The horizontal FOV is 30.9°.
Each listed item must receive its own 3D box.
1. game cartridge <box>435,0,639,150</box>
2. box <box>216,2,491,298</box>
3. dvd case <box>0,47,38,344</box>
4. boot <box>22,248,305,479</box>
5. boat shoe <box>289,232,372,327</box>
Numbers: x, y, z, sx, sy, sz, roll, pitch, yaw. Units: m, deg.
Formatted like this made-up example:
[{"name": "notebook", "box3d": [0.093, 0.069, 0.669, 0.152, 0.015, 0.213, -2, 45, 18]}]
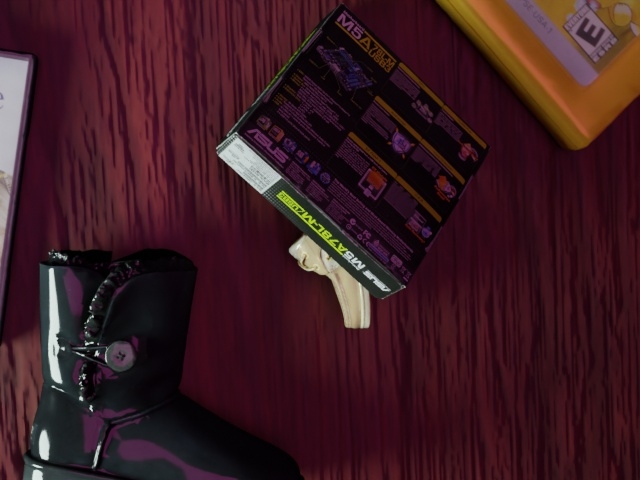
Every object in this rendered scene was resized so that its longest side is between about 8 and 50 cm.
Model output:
[{"name": "game cartridge", "box3d": [0.225, -0.292, 1.044, 0.285, 0.053, 0.323, -44, 101, -6]}, {"name": "box", "box3d": [0.034, -0.078, 0.980, 0.191, 0.045, 0.184, 42, 53, -11]}, {"name": "dvd case", "box3d": [-0.340, -0.043, 0.952, 0.180, 0.022, 0.253, 7, 91, -12]}, {"name": "boot", "box3d": [-0.122, 0.115, 0.969, 0.247, 0.094, 0.207, 8, 95, -6]}, {"name": "boat shoe", "box3d": [0.000, 0.000, 1.010, 0.059, 0.063, 0.170, -16, 87, -8]}]
